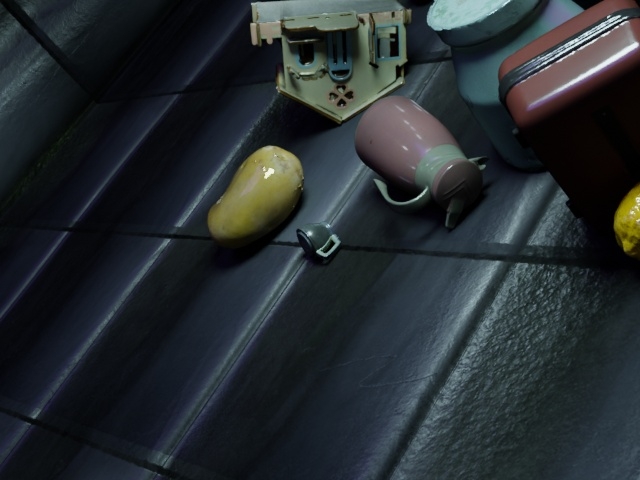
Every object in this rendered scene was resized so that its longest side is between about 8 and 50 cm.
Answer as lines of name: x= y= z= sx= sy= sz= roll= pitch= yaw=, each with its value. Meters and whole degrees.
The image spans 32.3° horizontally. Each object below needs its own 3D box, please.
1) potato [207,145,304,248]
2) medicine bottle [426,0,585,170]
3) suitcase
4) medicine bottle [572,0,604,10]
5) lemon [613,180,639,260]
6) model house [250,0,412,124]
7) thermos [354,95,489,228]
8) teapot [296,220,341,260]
potato: x=-0.127 y=-0.080 z=2.184 sx=0.234 sy=0.146 sz=0.150 roll=-53 pitch=-13 yaw=6
medicine bottle: x=0.326 y=-0.296 z=1.787 sx=0.245 sy=0.290 sz=0.245 roll=-29 pitch=32 yaw=20
suitcase: x=0.404 y=-0.170 z=1.531 sx=0.236 sy=0.297 sz=0.161 roll=-30 pitch=40 yaw=20
medicine bottle: x=0.434 y=-0.400 z=1.968 sx=0.258 sy=0.124 sz=0.079 roll=-42 pitch=41 yaw=3
lemon: x=0.458 y=-0.034 z=1.470 sx=0.155 sy=0.114 sz=0.114 roll=-44 pitch=30 yaw=-14
model house: x=0.023 y=-0.371 z=2.301 sx=0.326 sy=0.244 sz=0.169 roll=-5 pitch=37 yaw=-3
thermos: x=0.168 y=-0.132 z=1.911 sx=0.176 sy=0.146 sz=0.265 roll=-36 pitch=36 yaw=-3
teapot: x=0.000 y=0.000 z=2.017 sx=0.057 sy=0.066 sz=0.088 roll=-32 pitch=49 yaw=-18
